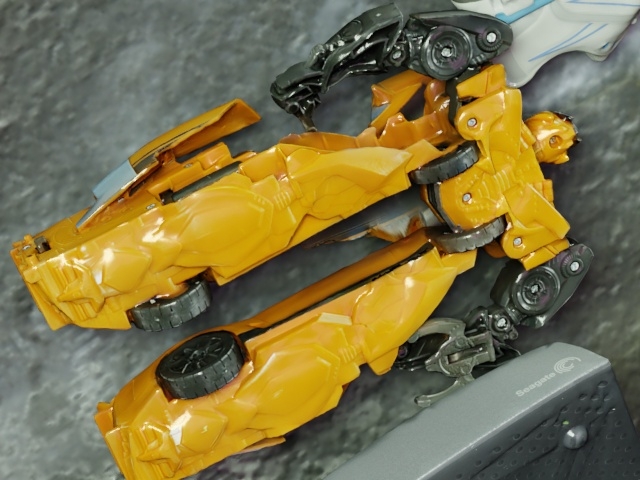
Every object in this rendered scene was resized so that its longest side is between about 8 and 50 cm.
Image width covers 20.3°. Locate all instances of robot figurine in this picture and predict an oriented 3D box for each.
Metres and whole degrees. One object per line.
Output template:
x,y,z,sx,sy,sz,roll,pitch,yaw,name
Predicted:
0.000,0.000,0.924,0.291,0.085,0.211,-27,113,-11,robot figurine

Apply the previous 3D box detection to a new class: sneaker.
0.159,-0.146,0.975,0.190,0.071,0.083,-28,125,-11,sneaker

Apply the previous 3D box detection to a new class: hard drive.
0.059,0.169,0.955,0.254,0.054,0.172,-34,134,-6,hard drive
